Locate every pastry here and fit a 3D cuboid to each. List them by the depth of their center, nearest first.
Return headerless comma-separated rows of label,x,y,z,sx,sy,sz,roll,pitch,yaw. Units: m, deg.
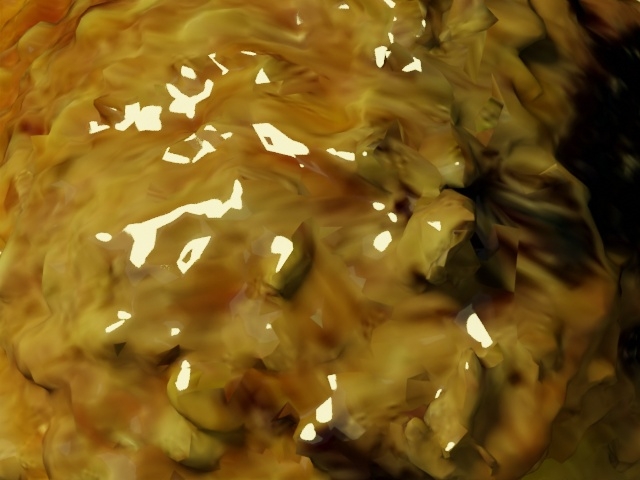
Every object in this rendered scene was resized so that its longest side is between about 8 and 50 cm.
pastry,0.010,-0.013,0.542,0.337,0.292,0.405,-33,35,6
